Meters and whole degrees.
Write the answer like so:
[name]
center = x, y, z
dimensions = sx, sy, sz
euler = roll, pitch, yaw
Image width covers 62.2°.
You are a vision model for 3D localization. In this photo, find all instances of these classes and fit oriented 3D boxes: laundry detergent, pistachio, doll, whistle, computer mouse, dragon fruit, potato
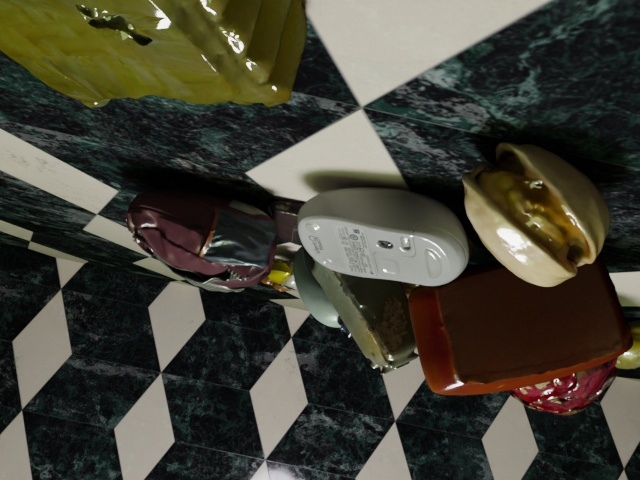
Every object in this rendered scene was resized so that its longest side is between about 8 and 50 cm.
[laundry detergent]
center = 0.057, 0.125, 1.266
dimensions = 0.214, 0.105, 0.280
euler = 9, -151, -28
[pistachio]
center = 0.277, -0.036, 0.687
dimensions = 0.229, 0.157, 0.157
euler = 36, 155, -31
[doll]
center = -0.045, 0.103, 1.567
dimensions = 0.237, 0.111, 0.252
euler = 17, 172, -19
[whistle]
center = 0.346, 0.038, 1.124
dimensions = 0.186, 0.039, 0.039
euler = 23, 162, -40
[computer mouse]
center = 0.109, -0.019, 0.910
dimensions = 0.296, 0.121, 0.184
euler = 8, 146, 29
[dragon fruit]
center = 0.592, 0.285, 1.361
dimensions = 0.329, 0.329, 0.329
euler = 11, 166, 3
[potato]
center = 0.873, 0.286, 1.500
dimensions = 0.157, 0.157, 0.194
euler = 17, 153, -19

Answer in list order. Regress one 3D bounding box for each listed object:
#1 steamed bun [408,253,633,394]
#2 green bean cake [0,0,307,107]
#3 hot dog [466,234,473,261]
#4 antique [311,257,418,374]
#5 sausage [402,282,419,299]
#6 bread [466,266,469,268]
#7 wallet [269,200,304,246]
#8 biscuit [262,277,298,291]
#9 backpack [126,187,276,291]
[steamed bun]
center = 0.355, 0.153, 1.001
dimensions = 0.379, 0.235, 0.248
euler = -13, 170, -6
[green bean cake]
center = -0.150, -0.191, 0.434
dimensions = 0.236, 0.124, 0.233
euler = 6, 165, 22
[hot dog]
center = 0.165, 0.005, 1.026
dimensions = 0.252, 0.069, 0.131
euler = 13, 135, -1
[antique]
center = 0.106, 0.128, 1.099
dimensions = 0.150, 0.284, 0.125
euler = -19, 163, -20
[sausage]
center = 0.194, 0.071, 1.194
dimensions = 0.136, 0.120, 0.241
euler = 6, 177, -25
[bread]
center = 0.348, 0.095, 1.249
dimensions = 0.193, 0.064, 0.193
euler = 18, 176, 1
[wallet]
center = -0.018, -0.026, 1.158
dimensions = 0.181, 0.049, 0.229
euler = 14, 165, 3
[biscuit]
center = -0.139, 0.119, 1.731
dimensions = 0.280, 0.043, 0.183
euler = 19, -168, 15
[backpack]
center = -0.251, -0.004, 1.123
dimensions = 0.317, 0.197, 0.283
euler = 14, 168, -4
